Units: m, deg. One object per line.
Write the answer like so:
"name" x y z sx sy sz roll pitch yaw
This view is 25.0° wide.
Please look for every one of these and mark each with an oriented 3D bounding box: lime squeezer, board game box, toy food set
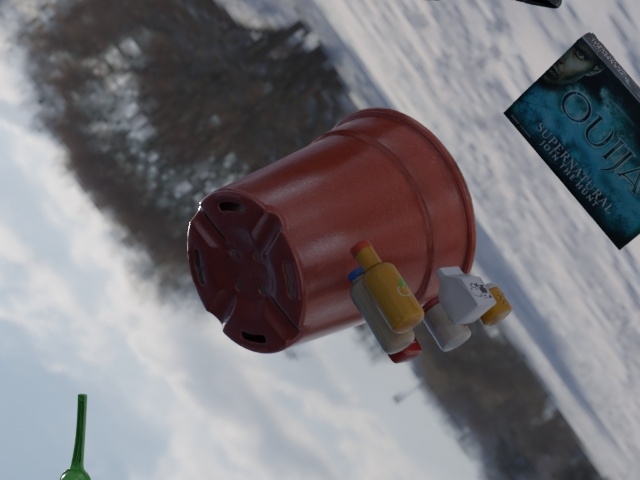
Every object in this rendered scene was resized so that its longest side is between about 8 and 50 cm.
"lime squeezer" -0.404 0.397 2.239 0.110 0.058 0.310 46 -128 -43
"board game box" 0.286 -0.099 1.444 0.186 0.126 0.026 50 -142 8
"toy food set" 0.108 0.061 1.595 0.232 0.111 0.105 -4 -123 -51

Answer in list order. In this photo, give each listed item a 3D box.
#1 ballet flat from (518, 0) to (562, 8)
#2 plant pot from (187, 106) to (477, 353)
"ballet flat" 0.160 -0.252 1.422 0.057 0.173 0.049 122 142 -71
"plant pot" 0.000 0.000 1.741 0.265 0.272 0.272 -21 -110 -41
